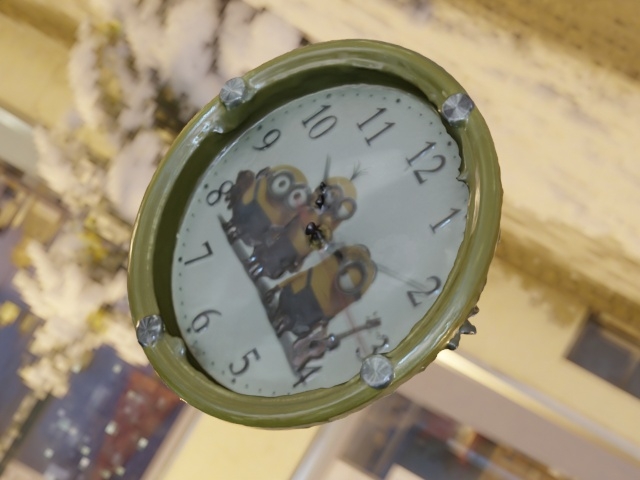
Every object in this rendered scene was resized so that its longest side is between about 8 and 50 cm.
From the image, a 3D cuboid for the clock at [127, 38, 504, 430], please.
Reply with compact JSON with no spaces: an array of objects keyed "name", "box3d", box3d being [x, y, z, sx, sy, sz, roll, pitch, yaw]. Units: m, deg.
[{"name":"clock","box3d":[0.000,0.000,0.901,0.237,0.237,0.057,25,171,38]}]
